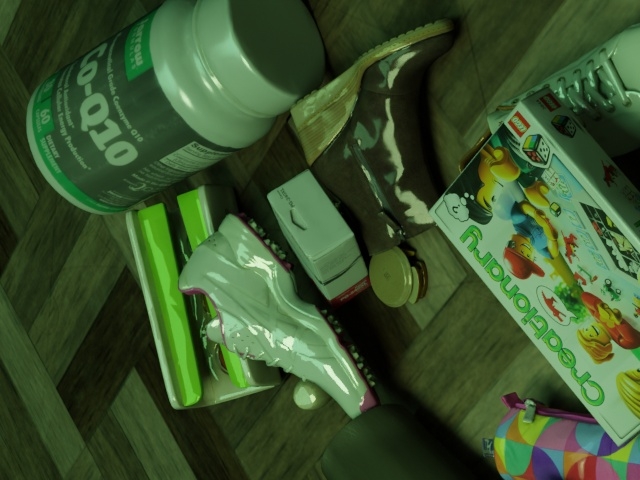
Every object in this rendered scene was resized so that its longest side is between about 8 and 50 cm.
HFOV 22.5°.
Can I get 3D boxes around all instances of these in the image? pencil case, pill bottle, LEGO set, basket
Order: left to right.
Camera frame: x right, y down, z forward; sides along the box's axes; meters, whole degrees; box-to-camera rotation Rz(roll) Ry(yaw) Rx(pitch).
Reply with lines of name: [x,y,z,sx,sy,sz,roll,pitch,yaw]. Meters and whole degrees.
pill bottle: [-0.181,-0.184,2.002,0.361,0.204,0.204,-26,79,36]
LEGO set: [0.025,-0.067,1.961,0.054,0.023,0.083,25,118,44]
basket: [0.112,0.313,1.863,0.227,0.154,0.204,50,139,35]
pencil case: [0.283,0.223,1.668,0.236,0.104,0.104,7,105,47]

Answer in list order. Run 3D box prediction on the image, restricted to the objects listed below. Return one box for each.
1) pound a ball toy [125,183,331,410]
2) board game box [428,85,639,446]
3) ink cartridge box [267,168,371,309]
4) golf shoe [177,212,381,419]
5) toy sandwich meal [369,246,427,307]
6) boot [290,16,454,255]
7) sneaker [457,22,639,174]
pound a ball toy: [-0.105,0.085,2.100,0.208,0.136,0.319,-19,81,20]
board game box: [0.254,0.027,1.545,0.305,0.053,0.193,51,140,13]
ink cartridge box: [0.000,0.000,1.917,0.109,0.063,0.150,55,174,26]
golf shoe: [-0.050,0.113,1.951,0.306,0.140,0.115,51,179,15]
toy sandwich meal: [0.092,0.040,1.907,0.085,0.029,0.085,16,110,51]
boot: [0.098,-0.117,1.828,0.248,0.090,0.207,-32,89,35]
sneaker: [0.249,-0.119,1.604,0.290,0.123,0.106,-42,65,45]
